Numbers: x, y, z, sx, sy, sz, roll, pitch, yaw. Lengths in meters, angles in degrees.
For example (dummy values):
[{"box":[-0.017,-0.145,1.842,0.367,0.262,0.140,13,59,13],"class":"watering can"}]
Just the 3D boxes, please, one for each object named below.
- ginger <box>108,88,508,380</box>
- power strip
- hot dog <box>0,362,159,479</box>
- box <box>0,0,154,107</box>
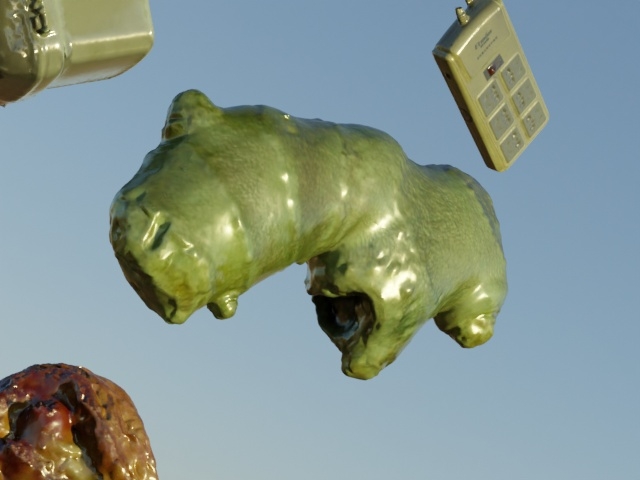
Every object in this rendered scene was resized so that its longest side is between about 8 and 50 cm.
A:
[{"box":[0.004,0.000,1.012,0.089,0.137,0.290,10,-7,42],"class":"ginger"},{"box":[0.143,-0.134,1.562,0.028,0.076,0.169,26,-22,41],"class":"power strip"},{"box":[-0.212,0.211,1.543,0.161,0.226,0.099,-17,-7,-9],"class":"hot dog"},{"box":[-0.208,-0.210,1.359,0.129,0.210,0.148,-9,-3,-24],"class":"box"}]
